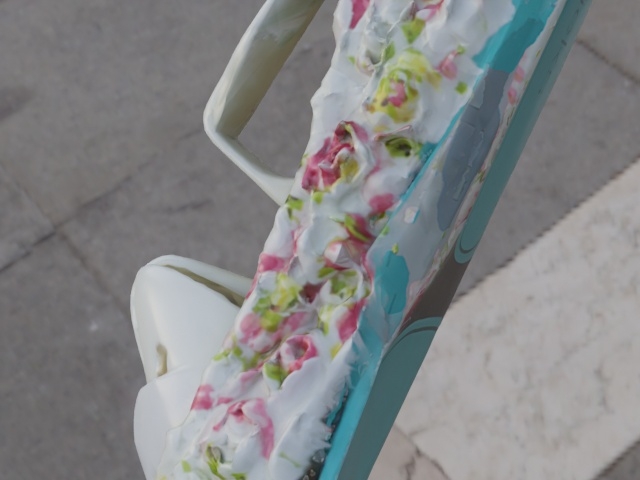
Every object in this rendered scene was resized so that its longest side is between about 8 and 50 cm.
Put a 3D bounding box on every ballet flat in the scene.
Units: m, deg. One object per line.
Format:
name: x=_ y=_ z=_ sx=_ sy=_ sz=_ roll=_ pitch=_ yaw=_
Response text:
ballet flat: x=0.000 y=0.000 z=0.364 sx=0.077 sy=0.091 sz=0.241 roll=24 pitch=89 yaw=12
